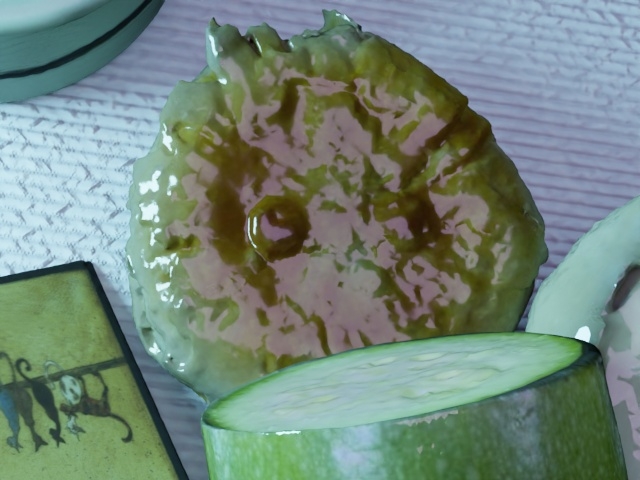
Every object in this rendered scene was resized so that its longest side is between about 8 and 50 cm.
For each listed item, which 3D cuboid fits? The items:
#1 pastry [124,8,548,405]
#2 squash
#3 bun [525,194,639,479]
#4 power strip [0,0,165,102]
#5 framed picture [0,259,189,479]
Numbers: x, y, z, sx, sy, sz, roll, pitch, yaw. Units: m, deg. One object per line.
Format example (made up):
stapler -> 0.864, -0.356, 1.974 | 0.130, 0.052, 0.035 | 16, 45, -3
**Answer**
pastry -> 0.000, 0.000, 1.375 | 0.329, 0.136, 0.330 | 2, 77, -10
squash -> 0.081, 0.269, 1.180 | 0.263, 0.263, 0.384 | -11, 95, -14
bun -> 0.294, 0.121, 1.359 | 0.359, 0.211, 0.360 | 1, 83, -11
power strip -> -0.261, -0.272, 1.406 | 0.357, 0.161, 0.357 | 3, 72, -10
framed picture -> -0.217, 0.166, 1.269 | 0.255, 0.014, 0.339 | -12, 56, -25
